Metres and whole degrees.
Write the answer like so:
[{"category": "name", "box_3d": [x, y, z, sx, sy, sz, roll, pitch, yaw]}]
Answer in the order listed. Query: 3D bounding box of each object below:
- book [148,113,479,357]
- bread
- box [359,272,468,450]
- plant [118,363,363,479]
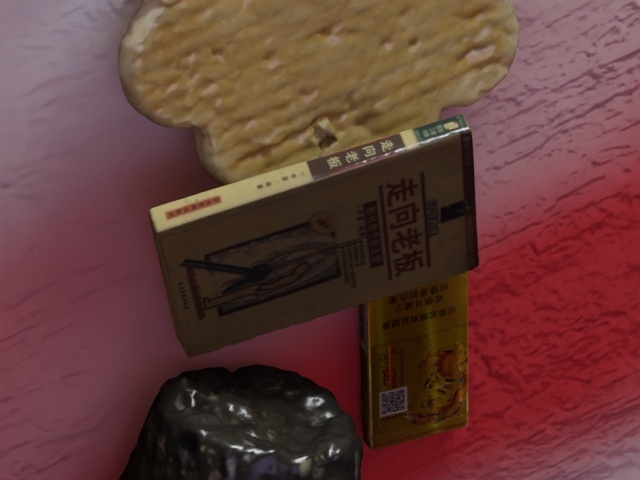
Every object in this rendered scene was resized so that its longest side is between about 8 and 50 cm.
[{"category": "book", "box_3d": [0.000, 0.000, 1.399, 0.230, 0.026, 0.161, -18, 143, -7]}, {"category": "bread", "box_3d": [0.007, -0.171, 1.331, 0.316, 0.054, 0.316, -12, 122, -19]}, {"category": "box", "box_3d": [0.073, 0.087, 1.529, 0.089, 0.022, 0.156, -14, 123, -15]}, {"category": "plant", "box_3d": [-0.084, 0.259, 1.466, 0.194, 0.181, 0.321, 4, 112, -26]}]
